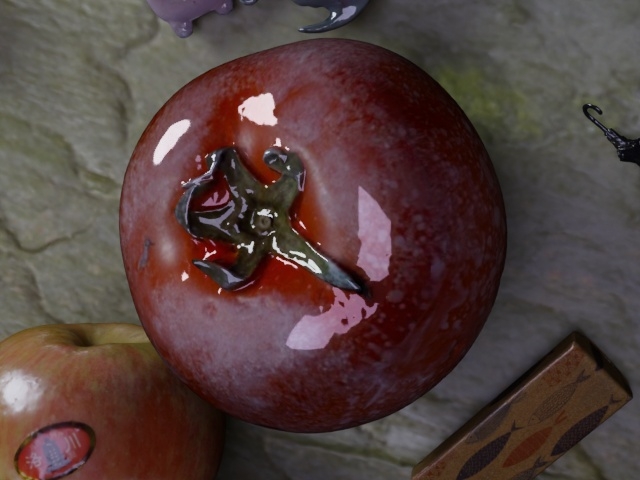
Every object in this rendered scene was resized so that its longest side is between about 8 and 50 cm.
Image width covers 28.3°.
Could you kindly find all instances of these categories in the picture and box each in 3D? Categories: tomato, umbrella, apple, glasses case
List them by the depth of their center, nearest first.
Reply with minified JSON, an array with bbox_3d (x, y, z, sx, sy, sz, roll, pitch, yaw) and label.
[{"bbox_3d":[0.000,0.000,0.880,0.270,0.227,0.270,-4,81,24],"label":"tomato"},{"bbox_3d":[0.241,-0.046,0.911,0.149,0.022,0.022,45,73,-5],"label":"umbrella"},{"bbox_3d":[0.151,0.144,0.963,0.065,0.041,0.170,43,109,-7],"label":"glasses case"},{"bbox_3d":[-0.177,0.149,0.971,0.210,0.209,0.164,7,95,15],"label":"apple"}]

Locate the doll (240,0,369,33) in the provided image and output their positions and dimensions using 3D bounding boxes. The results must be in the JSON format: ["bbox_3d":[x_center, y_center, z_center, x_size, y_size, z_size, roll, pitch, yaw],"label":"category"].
[{"bbox_3d":[0.024,-0.222,0.918,0.195,0.062,0.104,-27,110,12],"label":"doll"}]

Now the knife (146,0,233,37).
[{"bbox_3d":[-0.165,-0.348,0.959,0.132,0.038,0.398,-26,93,22],"label":"knife"}]
